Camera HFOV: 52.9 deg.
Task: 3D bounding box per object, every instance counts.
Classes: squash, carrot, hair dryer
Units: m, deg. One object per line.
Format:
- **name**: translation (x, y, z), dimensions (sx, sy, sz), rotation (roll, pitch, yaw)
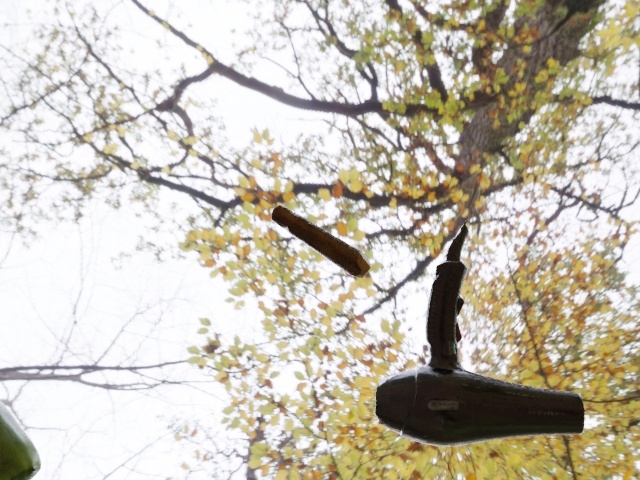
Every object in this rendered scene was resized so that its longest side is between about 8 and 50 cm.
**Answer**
- **squash**: translation (-0.430, 0.187, 0.751), dimensions (0.292, 0.082, 0.082), rotation (38, -95, 25)
- **carrot**: translation (0.000, 0.000, 0.968), dimensions (0.170, 0.042, 0.042), rotation (33, -97, -3)
- **hair dryer**: translation (0.184, 0.102, 0.755), dimensions (0.235, 0.091, 0.272), rotation (0, -103, 11)
